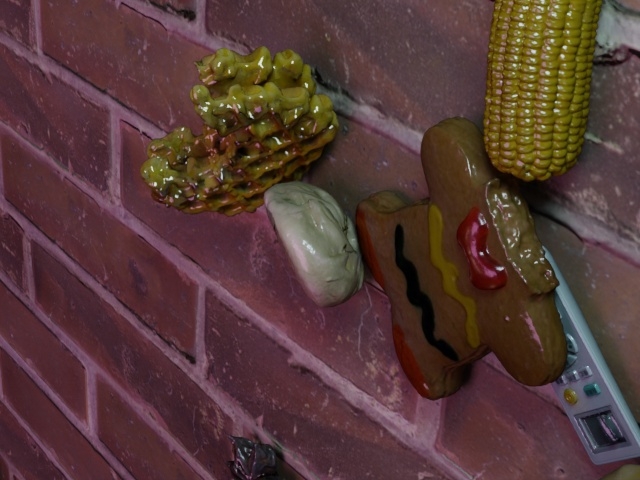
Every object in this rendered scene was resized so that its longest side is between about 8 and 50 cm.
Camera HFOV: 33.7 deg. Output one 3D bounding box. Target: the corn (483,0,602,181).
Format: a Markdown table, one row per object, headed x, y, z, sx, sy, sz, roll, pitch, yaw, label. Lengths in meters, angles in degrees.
| x | y | z | sx | sy | sz | roll | pitch | yaw | label |
| --- | --- | --- | --- | --- | --- | --- | --- | --- | --- |
| 0.262 | -0.241 | 1.235 | 0.131 | 0.131 | 0.344 | 27 | 122 | 45 | corn |

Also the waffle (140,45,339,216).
| x | y | z | sx | sy | sz | roll | pitch | yaw | label |
| --- | --- | --- | --- | --- | --- | --- | --- | --- | --- |
| -0.133 | -0.163 | 1.673 | 0.324 | 0.261 | 0.151 | -44 | 48 | 48 | waffle |

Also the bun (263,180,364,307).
| x | y | z | sx | sy | sz | roll | pitch | yaw | label |
| --- | --- | --- | --- | --- | --- | --- | --- | --- | --- |
| 0.000 | 0.000 | 1.654 | 0.237 | 0.116 | 0.210 | -111 | -6 | -47 | bun |

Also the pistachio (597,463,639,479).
| x | y | z | sx | sy | sz | roll | pitch | yaw | label |
| --- | --- | --- | --- | --- | --- | --- | --- | --- | --- |
| 0.389 | 0.396 | 1.320 | 0.166 | 0.197 | 0.288 | -80 | -4 | -45 | pistachio |

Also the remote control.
| x | y | z | sx | sy | sz | roll | pitch | yaw | label |
| --- | --- | --- | --- | --- | --- | --- | --- | --- | --- |
| 0.328 | 0.147 | 1.372 | 0.293 | 0.051 | 0.103 | 66 | 151 | 8 | remote control |

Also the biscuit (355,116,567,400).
| x | y | z | sx | sy | sz | roll | pitch | yaw | label |
| --- | --- | --- | --- | --- | --- | --- | --- | --- | --- |
| 0.169 | 0.039 | 1.467 | 0.394 | 0.076 | 0.368 | -27 | 82 | 64 | biscuit |

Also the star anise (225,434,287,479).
| x | y | z | sx | sy | sz | roll | pitch | yaw | label |
| --- | --- | --- | --- | --- | --- | --- | --- | --- | --- |
| -0.110 | 0.495 | 2.081 | 0.262 | 0.081 | 0.230 | 42 | 136 | 51 | star anise |
